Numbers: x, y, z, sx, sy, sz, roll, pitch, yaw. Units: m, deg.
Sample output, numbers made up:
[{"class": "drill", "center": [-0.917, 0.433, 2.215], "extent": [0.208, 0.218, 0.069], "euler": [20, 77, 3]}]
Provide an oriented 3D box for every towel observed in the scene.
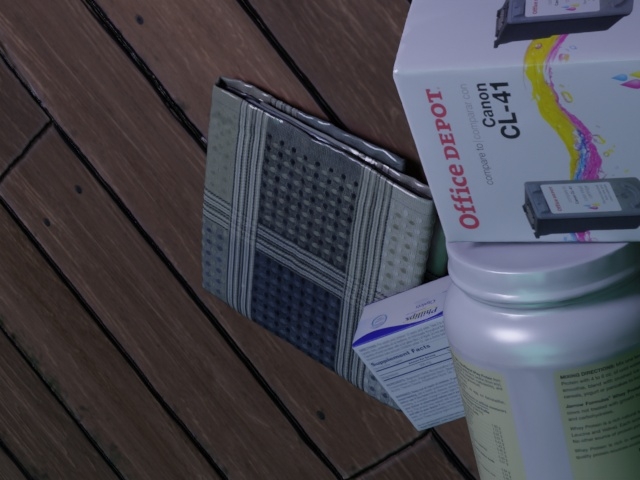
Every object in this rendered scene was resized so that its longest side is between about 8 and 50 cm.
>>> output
[{"class": "towel", "center": [0.000, 0.000, 2.006], "extent": [0.312, 0.056, 0.324], "euler": [31, 136, 25]}]

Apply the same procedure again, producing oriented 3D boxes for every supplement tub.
[{"class": "supplement tub", "center": [0.248, 0.124, 1.729], "extent": [0.235, 0.235, 0.325], "euler": [6, 122, 38]}]

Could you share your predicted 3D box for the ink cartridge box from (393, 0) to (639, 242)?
[{"class": "ink cartridge box", "center": [0.240, -0.113, 1.554], "extent": [0.306, 0.131, 0.226], "euler": [-2, 136, 20]}]

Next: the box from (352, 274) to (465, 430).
[{"class": "box", "center": [0.125, 0.118, 1.908], "extent": [0.126, 0.072, 0.137], "euler": [-21, 121, 30]}]
